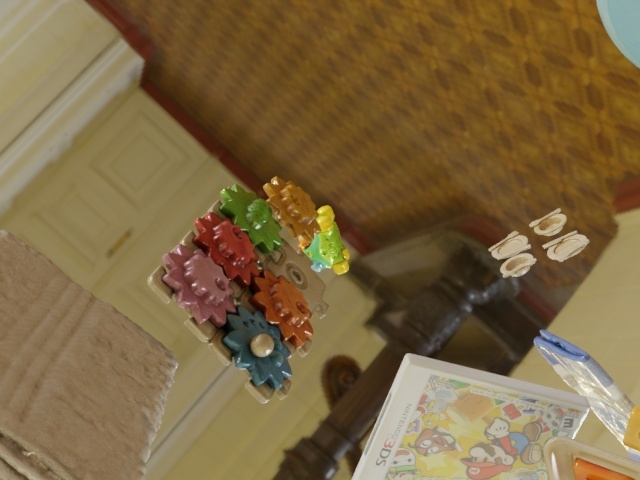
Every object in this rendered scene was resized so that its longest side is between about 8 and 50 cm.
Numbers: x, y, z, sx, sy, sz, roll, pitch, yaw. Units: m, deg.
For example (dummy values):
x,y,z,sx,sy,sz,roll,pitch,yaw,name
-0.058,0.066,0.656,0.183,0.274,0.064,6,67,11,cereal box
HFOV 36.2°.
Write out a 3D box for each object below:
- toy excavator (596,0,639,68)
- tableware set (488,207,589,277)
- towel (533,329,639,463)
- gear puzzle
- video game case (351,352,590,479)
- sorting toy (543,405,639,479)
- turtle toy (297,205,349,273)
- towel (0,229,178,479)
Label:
x,y,z,sx,sy,sz,roll,pitch,yaw,name
0.304,-0.296,0.843,0.445,0.222,0.432,16,142,23,toy excavator
0.343,0.007,1.560,0.020,0.141,0.168,60,-172,-21,tableware set
0.447,0.261,1.490,0.285,0.034,0.209,49,178,-9,towel
-0.047,0.019,1.010,0.175,0.044,0.339,48,-154,-10,gear puzzle
0.174,0.244,1.160,0.227,0.206,0.026,14,-152,-10,video game case
0.333,0.292,1.022,0.196,0.047,0.347,11,141,32,sorting toy
0.000,0.000,1.500,0.130,0.066,0.095,-85,-25,-70,turtle toy
-0.189,0.089,0.654,0.187,0.049,0.282,39,-169,-10,towel
